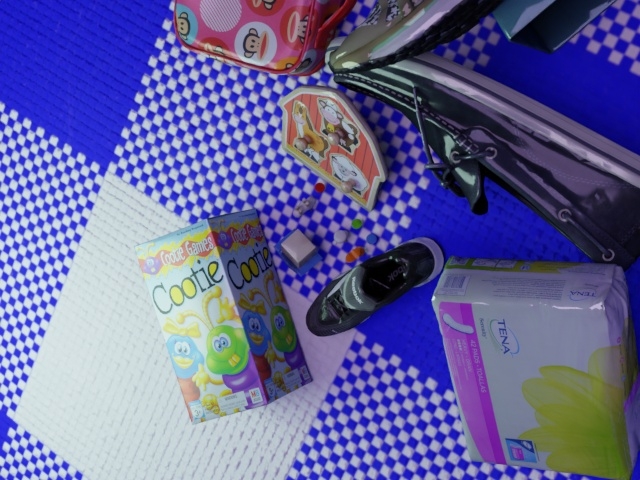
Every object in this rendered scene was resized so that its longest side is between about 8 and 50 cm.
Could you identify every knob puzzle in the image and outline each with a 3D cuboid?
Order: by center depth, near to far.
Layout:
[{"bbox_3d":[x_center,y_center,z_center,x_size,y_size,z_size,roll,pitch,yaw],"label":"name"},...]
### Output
[{"bbox_3d":[0.012,-0.136,1.500,0.213,0.030,0.213,35,151,23],"label":"knob puzzle"}]

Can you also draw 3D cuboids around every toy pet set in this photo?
[{"bbox_3d":[0.000,0.000,1.588,0.114,0.065,0.122,-41,79,-11],"label":"toy pet set"}]

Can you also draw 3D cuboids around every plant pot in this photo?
[{"bbox_3d":[0.257,-0.380,1.340,0.165,0.165,0.234,-39,74,26],"label":"plant pot"}]

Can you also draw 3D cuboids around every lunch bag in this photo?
[{"bbox_3d":[-0.061,-0.380,1.519,0.258,0.120,0.293,19,105,23],"label":"lunch bag"}]

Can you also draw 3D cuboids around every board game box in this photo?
[{"bbox_3d":[-0.143,0.110,1.614,0.144,0.142,0.275,-20,88,27],"label":"board game box"}]

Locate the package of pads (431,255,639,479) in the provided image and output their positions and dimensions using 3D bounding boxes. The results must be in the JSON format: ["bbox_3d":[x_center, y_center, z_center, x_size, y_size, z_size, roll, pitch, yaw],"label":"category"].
[{"bbox_3d":[0.282,0.162,1.369,0.229,0.101,0.297,1,126,29],"label":"package of pads"}]

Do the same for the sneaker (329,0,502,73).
[{"bbox_3d":[0.145,-0.348,1.215,0.410,0.158,0.182,-40,81,26],"label":"sneaker"}]

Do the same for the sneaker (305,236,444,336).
[{"bbox_3d":[0.058,0.069,1.527,0.234,0.106,0.078,-32,81,27],"label":"sneaker"}]

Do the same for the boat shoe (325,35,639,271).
[{"bbox_3d":[0.207,-0.116,1.383,0.500,0.187,0.156,30,96,15],"label":"boat shoe"}]
